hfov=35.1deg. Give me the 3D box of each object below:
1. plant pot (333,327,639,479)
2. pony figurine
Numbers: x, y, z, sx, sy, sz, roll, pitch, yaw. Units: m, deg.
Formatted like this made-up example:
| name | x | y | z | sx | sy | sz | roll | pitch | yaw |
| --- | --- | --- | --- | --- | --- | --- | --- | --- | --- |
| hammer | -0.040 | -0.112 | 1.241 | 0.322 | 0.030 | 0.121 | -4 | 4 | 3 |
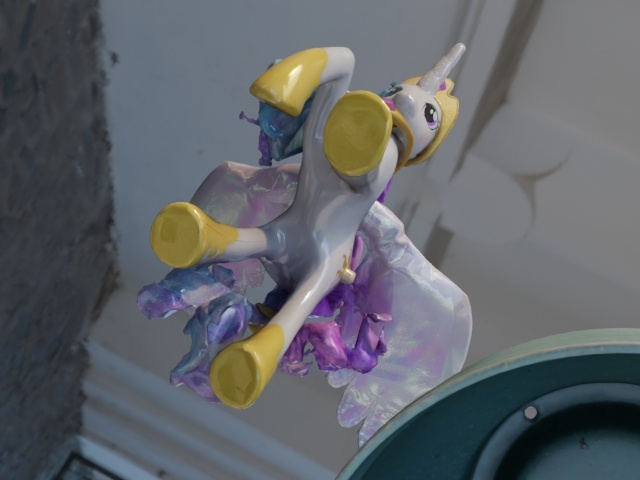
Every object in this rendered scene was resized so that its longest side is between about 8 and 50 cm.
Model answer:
| name | x | y | z | sx | sy | sz | roll | pitch | yaw |
| --- | --- | --- | --- | --- | --- | --- | --- | --- | --- |
| plant pot | 0.146 | 0.171 | 0.491 | 0.293 | 0.293 | 0.196 | -66 | 171 | 13 |
| pony figurine | 0.000 | 0.000 | 0.809 | 0.351 | 0.303 | 0.363 | -64 | 167 | 18 |
